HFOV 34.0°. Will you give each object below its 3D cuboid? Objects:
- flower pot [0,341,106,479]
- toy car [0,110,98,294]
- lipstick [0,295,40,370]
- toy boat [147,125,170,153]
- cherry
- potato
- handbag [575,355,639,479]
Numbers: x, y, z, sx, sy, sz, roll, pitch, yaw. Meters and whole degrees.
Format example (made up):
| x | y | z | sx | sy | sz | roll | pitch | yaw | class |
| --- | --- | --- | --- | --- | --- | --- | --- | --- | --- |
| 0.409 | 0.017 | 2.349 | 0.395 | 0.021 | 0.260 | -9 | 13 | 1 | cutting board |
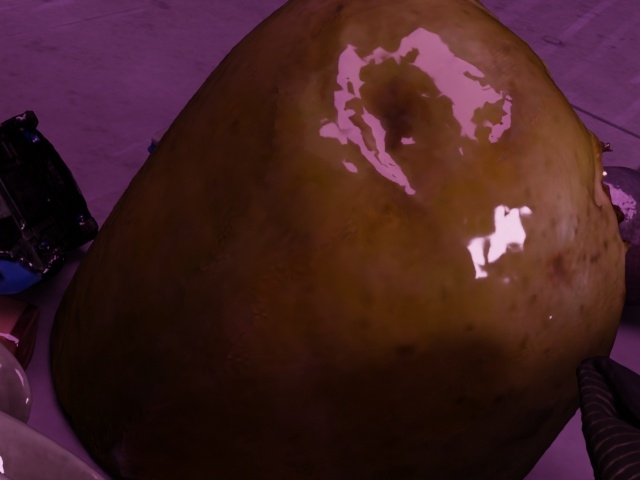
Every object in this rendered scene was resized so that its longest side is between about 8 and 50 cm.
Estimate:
| x | y | z | sx | sy | sz | roll | pitch | yaw | class |
| --- | --- | --- | --- | --- | --- | --- | --- | --- | --- |
| -0.245 | 0.116 | 0.370 | 0.367 | 0.165 | 0.254 | 1 | 23 | -46 | flower pot |
| -0.201 | -0.025 | 0.679 | 0.063 | 0.103 | 0.216 | -28 | 9 | 1 | toy car |
| -0.244 | 0.044 | 0.618 | 0.145 | 0.045 | 0.045 | 16 | 32 | -4 | lipstick |
| 0.001 | -0.064 | 0.879 | 0.295 | 0.088 | 0.129 | 5 | 33 | -22 | toy boat |
| 0.270 | -0.012 | 0.915 | 0.148 | 0.115 | 0.188 | 14 | 19 | 35 | cherry |
| 0.000 | 0.000 | 0.592 | 0.330 | 0.280 | 0.212 | 31 | 31 | 19 | potato |
| 0.241 | 0.181 | 0.449 | 0.340 | 0.247 | 0.240 | 0 | 32 | -10 | handbag |
